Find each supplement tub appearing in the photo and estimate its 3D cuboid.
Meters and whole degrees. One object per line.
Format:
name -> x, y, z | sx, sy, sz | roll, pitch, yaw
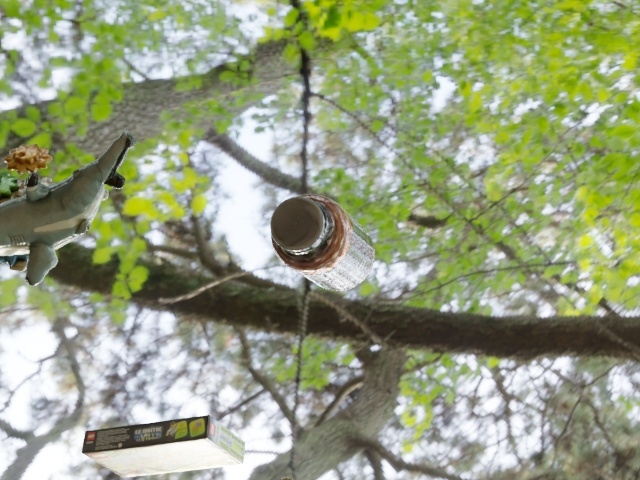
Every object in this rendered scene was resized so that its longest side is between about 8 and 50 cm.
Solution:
supplement tub -> 0.000, 0.000, 1.290 | 0.106, 0.198, 0.106 | -4, -105, 16

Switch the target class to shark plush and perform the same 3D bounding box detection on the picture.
shark plush -> -0.206, -0.026, 0.759 | 0.161, 0.067, 0.073 | -25, -131, 25

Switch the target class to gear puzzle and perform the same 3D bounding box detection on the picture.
gear puzzle -> -0.548, -0.077, 1.748 | 0.176, 0.339, 0.044 | 6, -49, 2

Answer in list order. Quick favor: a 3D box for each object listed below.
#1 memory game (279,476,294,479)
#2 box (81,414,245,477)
memory game -> -0.072, 0.386, 1.261 | 0.186, 0.186, 0.012 | -16, -50, 32
box -> -0.226, 0.300, 1.425 | 0.207, 0.114, 0.036 | -11, -124, 21
